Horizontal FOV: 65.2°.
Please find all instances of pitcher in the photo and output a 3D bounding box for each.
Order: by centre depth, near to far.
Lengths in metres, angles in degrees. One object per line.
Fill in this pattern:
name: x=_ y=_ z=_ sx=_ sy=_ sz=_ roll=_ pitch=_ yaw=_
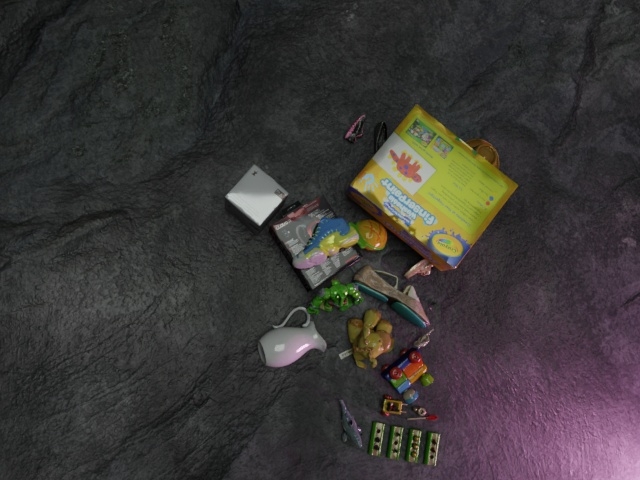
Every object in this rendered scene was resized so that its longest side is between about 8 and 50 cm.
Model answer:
pitcher: x=-0.108 y=0.322 z=1.677 sx=0.207 sy=0.125 sz=0.177 roll=-14 pitch=62 yaw=-22

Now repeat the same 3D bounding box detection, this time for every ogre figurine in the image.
ogre figurine: x=0.058 y=0.194 z=1.710 sx=0.197 sy=0.118 sz=0.096 roll=6 pitch=49 yaw=-4

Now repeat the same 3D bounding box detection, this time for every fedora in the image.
fedora: x=0.616 y=-0.306 z=1.916 sx=0.195 sy=0.079 sz=0.194 roll=1 pitch=81 yaw=-9

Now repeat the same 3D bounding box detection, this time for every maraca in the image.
maraca: x=0.165 y=-0.019 z=1.761 sx=0.186 sy=0.099 sz=0.127 roll=-3 pitch=55 yaw=-48

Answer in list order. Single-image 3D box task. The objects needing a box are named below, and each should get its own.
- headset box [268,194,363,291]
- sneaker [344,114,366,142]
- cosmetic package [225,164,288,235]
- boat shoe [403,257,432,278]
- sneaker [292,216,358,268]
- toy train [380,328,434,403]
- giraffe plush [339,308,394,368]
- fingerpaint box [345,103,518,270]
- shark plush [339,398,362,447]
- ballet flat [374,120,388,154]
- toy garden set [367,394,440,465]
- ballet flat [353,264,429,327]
headset box: x=-0.027 y=-0.002 z=1.739 sx=0.218 sy=0.110 sz=0.293 roll=-33 pitch=88 yaw=-14
sneaker: x=0.141 y=-0.416 z=1.875 sx=0.057 sy=0.047 sz=0.119 roll=38 pitch=84 yaw=-9
cosmetic package: x=-0.218 y=-0.132 z=1.690 sx=0.151 sy=0.183 sz=0.151 roll=40 pitch=77 yaw=-1
boat shoe: x=0.380 y=0.097 z=1.817 sx=0.170 sy=0.063 sz=0.059 roll=-32 pitch=81 yaw=-14
sneaker: x=0.000 y=0.000 z=1.654 sx=0.240 sy=0.091 sz=0.126 roll=-24 pitch=67 yaw=-14
toy train: x=0.344 y=0.438 z=1.734 sx=0.248 sy=0.105 sz=0.143 roll=-36 pitch=91 yaw=-13
giraffe plush: x=0.167 y=0.339 z=1.684 sx=0.210 sy=0.170 sz=0.181 roll=-41 pitch=90 yaw=-13
fingerpaint box: x=0.375 y=-0.175 z=1.732 sx=0.445 sy=0.163 sz=0.371 roll=38 pitch=83 yaw=1
shark plush: x=0.105 y=0.610 z=1.681 sx=0.073 sy=0.067 sz=0.161 roll=-7 pitch=82 yaw=-11
ballet flat: x=0.231 y=-0.363 z=1.874 sx=0.058 sy=0.049 sz=0.173 roll=-4 pitch=81 yaw=-9
toy garden set: x=0.300 y=0.652 z=1.717 sx=0.245 sy=0.049 sz=0.203 roll=12 pitch=79 yaw=-7
ballet flat: x=0.267 y=0.187 z=1.765 sx=0.316 sy=0.107 sz=0.106 roll=33 pitch=70 yaw=-4
